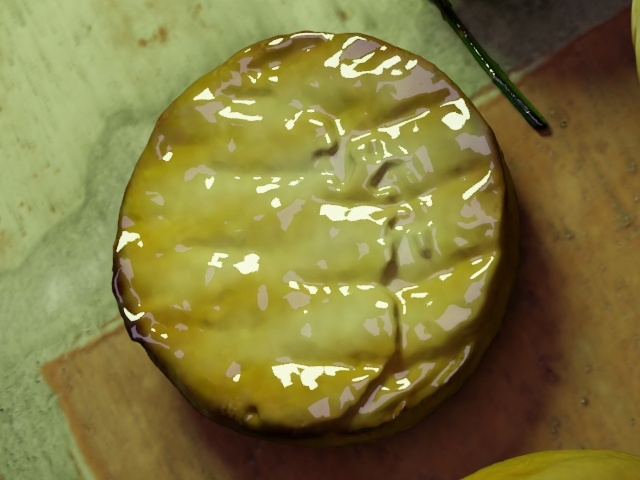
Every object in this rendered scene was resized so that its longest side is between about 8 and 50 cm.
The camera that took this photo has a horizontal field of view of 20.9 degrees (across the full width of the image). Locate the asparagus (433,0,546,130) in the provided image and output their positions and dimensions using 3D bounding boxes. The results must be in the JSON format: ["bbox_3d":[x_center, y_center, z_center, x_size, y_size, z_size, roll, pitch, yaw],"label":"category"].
[{"bbox_3d":[0.112,-0.141,1.261,0.166,0.016,0.013,53,139,20],"label":"asparagus"}]

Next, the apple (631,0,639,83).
[{"bbox_3d":[0.359,-0.210,1.004,0.347,0.391,0.391,-2,77,0],"label":"apple"}]

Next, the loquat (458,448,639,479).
[{"bbox_3d":[0.145,0.227,1.059,0.238,0.238,0.193,-24,88,13],"label":"loquat"}]

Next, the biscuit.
[{"bbox_3d":[0.000,0.000,1.223,0.296,0.102,0.296,-3,81,20],"label":"biscuit"}]
